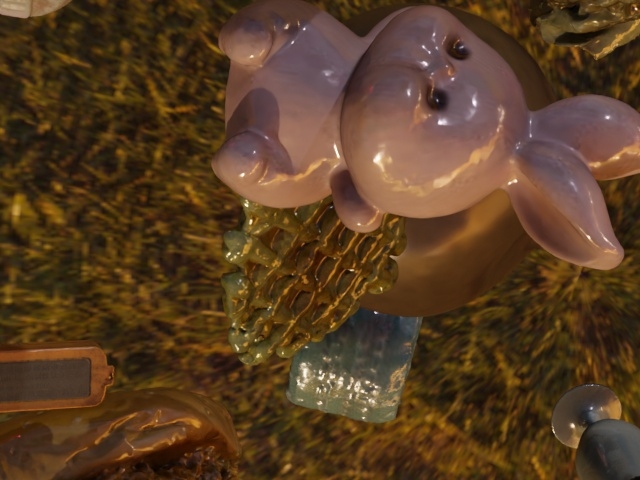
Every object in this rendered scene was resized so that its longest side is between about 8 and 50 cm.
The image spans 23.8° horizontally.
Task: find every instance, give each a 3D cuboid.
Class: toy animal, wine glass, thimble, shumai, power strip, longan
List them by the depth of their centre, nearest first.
[{"bbox_3d":[0.056,-0.062,0.731,0.212,0.124,0.124,7,90,25],"label":"toy animal"},{"bbox_3d":[-0.246,0.103,1.147,0.178,0.028,0.049,-2,105,-20],"label":"power strip"},{"bbox_3d":[0.088,-0.069,1.389,0.297,0.297,0.297,0,89,10],"label":"longan"},{"bbox_3d":[0.330,0.245,1.706,0.093,0.202,0.093,-4,115,-8],"label":"wine glass"},{"bbox_3d":[0.354,-0.306,1.800,0.189,0.256,0.218,41,140,17],"label":"shumai"},{"bbox_3d":[0.051,0.098,1.833,0.143,0.198,0.235,13,84,3],"label":"thimble"}]

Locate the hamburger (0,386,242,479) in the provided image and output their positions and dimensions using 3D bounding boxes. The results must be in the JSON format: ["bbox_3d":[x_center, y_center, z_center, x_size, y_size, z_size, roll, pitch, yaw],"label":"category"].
[{"bbox_3d":[-0.212,0.232,1.389,0.319,0.318,0.158,-19,76,9],"label":"hamburger"}]

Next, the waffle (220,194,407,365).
[{"bbox_3d":[0.000,0.000,1.026,0.169,0.183,0.036,-32,49,-31],"label":"waffle"}]

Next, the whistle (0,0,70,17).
[{"bbox_3d":[-0.373,-0.416,1.932,0.189,0.348,0.189,6,64,-12],"label":"whistle"}]
